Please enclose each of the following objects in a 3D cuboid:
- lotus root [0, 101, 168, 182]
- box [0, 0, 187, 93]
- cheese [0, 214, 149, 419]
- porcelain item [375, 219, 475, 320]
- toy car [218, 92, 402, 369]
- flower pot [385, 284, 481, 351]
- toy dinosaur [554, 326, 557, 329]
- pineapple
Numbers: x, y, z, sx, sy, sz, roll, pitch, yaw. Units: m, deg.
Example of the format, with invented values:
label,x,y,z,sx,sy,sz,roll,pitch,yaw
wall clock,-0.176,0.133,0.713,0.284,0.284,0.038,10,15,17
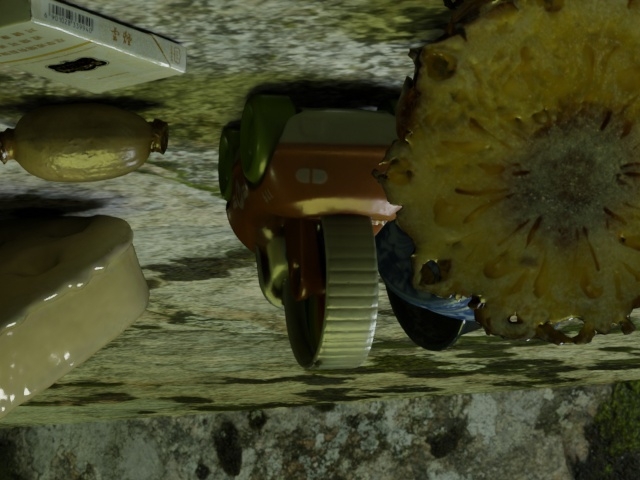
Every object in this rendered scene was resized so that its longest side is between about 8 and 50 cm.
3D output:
label,x,y,z,sx,sy,sz,roll,pitch,yaw
lotus root,-0.198,-0.078,1.562,0.150,0.062,0.073,-3,169,-2
box,-0.180,-0.137,1.362,0.090,0.024,0.167,-9,167,33
cheese,-0.343,0.073,1.912,0.384,0.104,0.384,-11,-154,5
porcelain item,0.128,-0.002,1.783,0.147,0.147,0.114,-8,167,31
toy car,0.000,0.000,1.594,0.145,0.235,0.235,1,169,-14
flower pot,0.146,0.026,1.970,0.106,0.157,0.157,-12,175,-29
toy dinosaur,0.338,-0.020,1.821,0.329,0.144,0.076,-13,166,-7
pineapple,0.144,-0.083,1.329,0.262,0.263,0.272,0,-168,-7
